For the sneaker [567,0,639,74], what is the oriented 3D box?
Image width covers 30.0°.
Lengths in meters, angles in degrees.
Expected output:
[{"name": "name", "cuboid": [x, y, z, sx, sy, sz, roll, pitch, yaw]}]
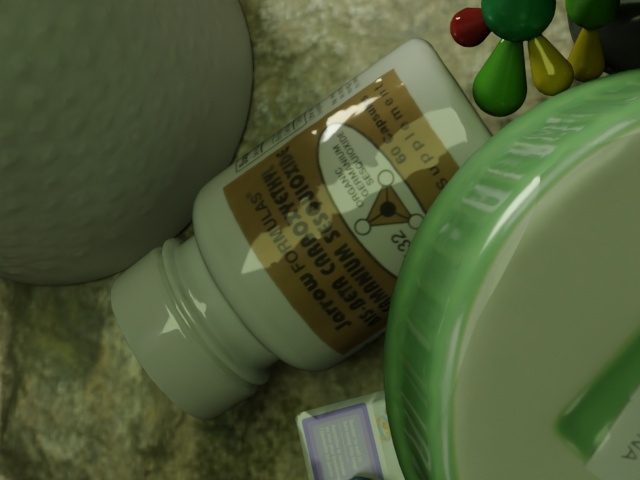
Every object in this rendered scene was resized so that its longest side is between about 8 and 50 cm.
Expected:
[{"name": "sneaker", "cuboid": [0.277, -0.193, 0.622, 0.330, 0.146, 0.122, -23, 71, 17]}]

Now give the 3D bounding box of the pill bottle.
[{"name": "pill bottle", "cuboid": [0.000, 0.000, 0.684, 0.229, 0.131, 0.131, -34, 67, 10]}]

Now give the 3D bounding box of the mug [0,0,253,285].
[{"name": "mug", "cuboid": [-0.259, -0.100, 0.702, 0.276, 0.328, 0.374, 39, 92, 25]}]

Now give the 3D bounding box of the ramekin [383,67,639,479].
[{"name": "ramekin", "cuboid": [0.180, 0.067, 0.528, 0.303, 0.148, 0.303, 0, 92, 3]}]

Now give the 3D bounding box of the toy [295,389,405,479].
[{"name": "toy", "cuboid": [0.103, 0.129, 0.653, 0.237, 0.056, 0.137, -18, 72, 16]}]

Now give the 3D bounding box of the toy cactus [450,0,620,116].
[{"name": "toy cactus", "cuboid": [0.131, -0.161, 0.581, 0.219, 0.180, 0.112, -38, 43, 33]}]
